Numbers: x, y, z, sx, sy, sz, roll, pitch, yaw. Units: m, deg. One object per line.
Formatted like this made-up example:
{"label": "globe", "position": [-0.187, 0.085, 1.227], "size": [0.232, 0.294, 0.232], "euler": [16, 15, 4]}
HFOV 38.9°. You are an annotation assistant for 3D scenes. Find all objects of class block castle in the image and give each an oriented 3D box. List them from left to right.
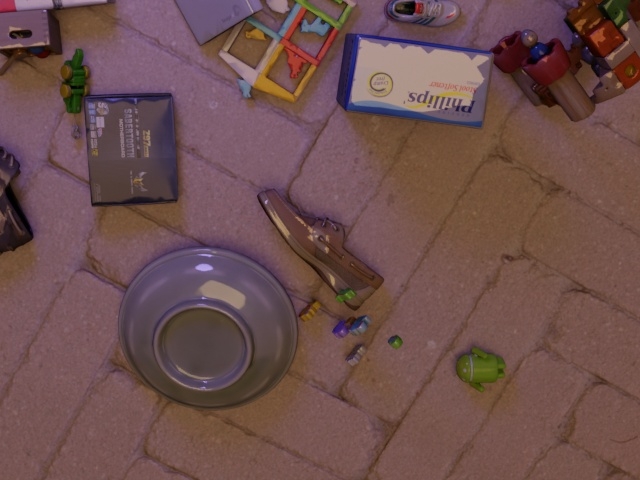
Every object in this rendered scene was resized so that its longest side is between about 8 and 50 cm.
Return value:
{"label": "block castle", "position": [0.567, -0.462, 1.787], "size": [0.453, 0.303, 0.213], "euler": [-39, 108, 6]}

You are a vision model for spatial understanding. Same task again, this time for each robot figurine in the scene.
{"label": "robot figurine", "position": [0.361, 0.290, 2.058], "size": [0.115, 0.067, 0.101], "euler": [0, 114, -3]}

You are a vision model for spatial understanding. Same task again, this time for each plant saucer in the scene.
{"label": "plant saucer", "position": [-0.249, 0.213, 1.964], "size": [0.400, 0.100, 0.401], "euler": [1, 111, 2]}

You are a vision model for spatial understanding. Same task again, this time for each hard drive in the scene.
{"label": "hard drive", "position": [-0.253, -0.559, 1.789], "size": [0.040, 0.203, 0.308], "euler": [-37, 105, -37]}

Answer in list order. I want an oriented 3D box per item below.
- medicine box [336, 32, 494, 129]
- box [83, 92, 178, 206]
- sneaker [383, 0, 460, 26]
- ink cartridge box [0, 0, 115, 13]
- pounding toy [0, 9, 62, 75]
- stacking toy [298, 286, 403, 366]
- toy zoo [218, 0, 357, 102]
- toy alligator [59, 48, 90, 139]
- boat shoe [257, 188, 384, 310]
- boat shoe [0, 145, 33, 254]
{"label": "medicine box", "position": [0.178, -0.321, 1.800], "size": [0.263, 0.289, 0.149], "euler": [6, 102, -4]}
{"label": "box", "position": [-0.397, -0.192, 1.906], "size": [0.183, 0.059, 0.233], "euler": [-3, 103, -13]}
{"label": "sneaker", "position": [0.214, -0.474, 1.878], "size": [0.161, 0.075, 0.057], "euler": [4, 102, -3]}
{"label": "ink cartridge box", "position": [-0.543, -0.549, 1.811], "size": [0.237, 0.100, 0.172], "euler": [-6, 103, -1]}
{"label": "pounding toy", "position": [-0.605, -0.399, 1.836], "size": [0.141, 0.130, 0.100], "euler": [-6, 92, -3]}
{"label": "stacking toy", "position": [0.064, 0.189, 1.960], "size": [0.167, 0.221, 0.052], "euler": [44, 61, -11]}
{"label": "toy zoo", "position": [-0.081, -0.424, 1.898], "size": [0.192, 0.030, 0.293], "euler": [31, 99, -9]}
{"label": "toy alligator", "position": [-0.520, -0.309, 1.895], "size": [0.051, 0.056, 0.190], "euler": [23, 114, 38]}
{"label": "boat shoe", "position": [0.000, 0.000, 1.958], "size": [0.110, 0.122, 0.341], "euler": [-42, 111, 2]}
{"label": "boat shoe", "position": [-0.691, -0.143, 1.893], "size": [0.130, 0.132, 0.356], "euler": [-15, 112, -10]}
